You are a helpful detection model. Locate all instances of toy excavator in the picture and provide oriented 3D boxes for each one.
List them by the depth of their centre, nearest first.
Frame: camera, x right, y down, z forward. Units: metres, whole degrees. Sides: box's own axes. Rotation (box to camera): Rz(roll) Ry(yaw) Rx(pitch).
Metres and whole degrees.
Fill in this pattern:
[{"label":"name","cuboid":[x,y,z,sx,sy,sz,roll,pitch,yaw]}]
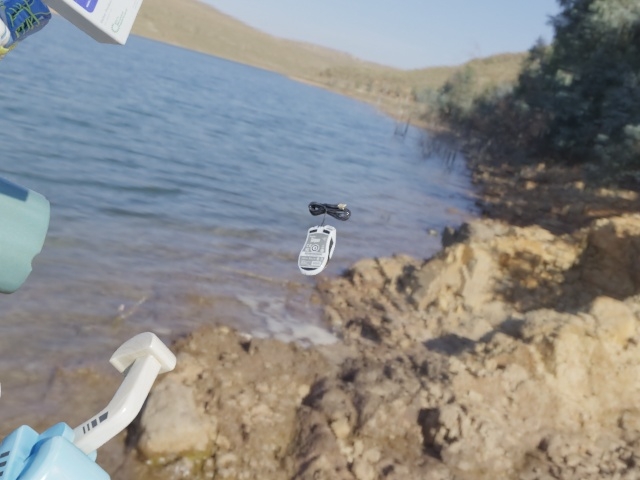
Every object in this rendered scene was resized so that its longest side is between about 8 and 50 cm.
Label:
[{"label":"toy excavator","cuboid":[-0.483,0.423,1.526,0.222,0.445,0.433,54,9,-26]}]

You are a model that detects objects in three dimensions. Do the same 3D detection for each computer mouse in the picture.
[{"label":"computer mouse","cuboid":[0.000,0.000,1.721,0.106,0.193,0.042,5,-30,23]}]

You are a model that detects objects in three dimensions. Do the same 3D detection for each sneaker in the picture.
[{"label":"sneaker","cuboid":[-0.476,-0.341,1.178,0.091,0.126,0.240,53,-13,-22]}]

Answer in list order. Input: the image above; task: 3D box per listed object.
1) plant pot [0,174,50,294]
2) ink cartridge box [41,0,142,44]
[{"label":"plant pot","cuboid":[-0.828,-0.043,1.774,0.334,0.341,0.341,24,4,-34]},{"label":"ink cartridge box","cuboid":[-0.360,-0.415,1.026,0.065,0.166,0.332,14,-12,32]}]
